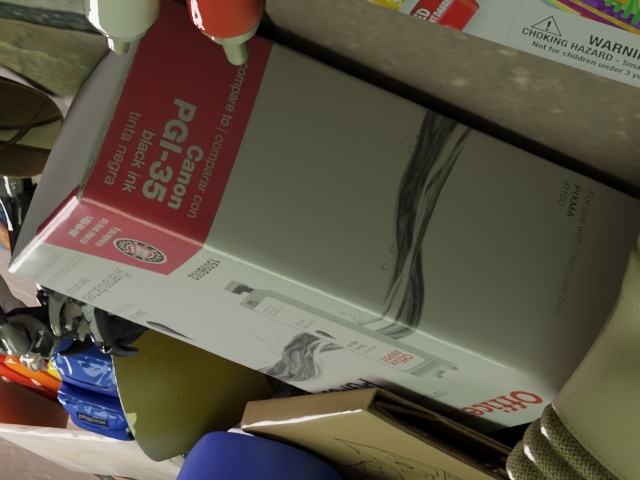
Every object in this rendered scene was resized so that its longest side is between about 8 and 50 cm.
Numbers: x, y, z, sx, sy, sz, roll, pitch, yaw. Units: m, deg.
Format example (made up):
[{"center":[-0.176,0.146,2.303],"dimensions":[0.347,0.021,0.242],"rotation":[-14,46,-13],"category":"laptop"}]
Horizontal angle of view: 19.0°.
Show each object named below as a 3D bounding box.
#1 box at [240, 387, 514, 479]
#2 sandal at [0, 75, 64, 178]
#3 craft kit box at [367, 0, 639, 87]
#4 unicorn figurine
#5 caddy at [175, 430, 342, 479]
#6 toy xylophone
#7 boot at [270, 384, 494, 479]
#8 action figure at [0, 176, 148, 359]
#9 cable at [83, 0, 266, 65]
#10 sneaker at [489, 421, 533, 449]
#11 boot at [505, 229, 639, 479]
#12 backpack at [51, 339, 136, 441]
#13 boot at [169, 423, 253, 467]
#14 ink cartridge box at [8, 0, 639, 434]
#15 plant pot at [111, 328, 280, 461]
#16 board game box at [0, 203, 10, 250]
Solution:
[{"center":[0.058,0.129,1.111],"dimensions":[0.164,0.021,0.201],"rotation":[26,165,-17],"category":"box"},{"center":[-0.231,-0.087,1.090],"dimensions":[0.180,0.072,0.049],"rotation":[23,-176,-28],"category":"sandal"},{"center":[0.026,-0.160,0.545],"dimensions":[0.250,0.061,0.246],"rotation":[17,149,3],"category":"craft kit box"},{"center":[-0.262,0.033,1.431],"dimensions":[0.162,0.060,0.111],"rotation":[33,174,1],"category":"unicorn figurine"},{"center":[-0.014,0.254,1.254],"dimensions":[0.241,0.179,0.341],"rotation":[22,164,-4],"category":"caddy"},{"center":[-0.180,0.174,1.772],"dimensions":[0.323,0.081,0.236],"rotation":[4,157,39],"category":"toy xylophone"},{"center":[0.128,0.169,1.356],"dimensions":[0.348,0.131,0.260],"rotation":[30,156,3],"category":"boot"},{"center":[-0.176,0.014,1.171],"dimensions":[0.276,0.141,0.164],"rotation":[-18,-159,-34],"category":"action figure"},{"center":[-0.066,-0.147,0.708],"dimensions":[0.139,0.072,0.287],"rotation":[18,163,10],"category":"cable"},{"center":[0.246,0.164,1.121],"dimensions":[0.330,0.146,0.122],"rotation":[13,174,-13],"category":"sneaker"},{"center":[0.238,0.094,0.884],"dimensions":[0.262,0.203,0.095],"rotation":[27,-158,-1],"category":"boot"},{"center":[-0.159,0.097,1.496],"dimensions":[0.098,0.101,0.120],"rotation":[10,157,6],"category":"backpack"},{"center":[0.004,0.183,1.584],"dimensions":[0.236,0.085,0.178],"rotation":[20,164,-26],"category":"boot"},{"center":[0.000,0.000,1.011],"dimensions":[0.283,0.117,0.207],"rotation":[23,162,-13],"category":"ink cartridge box"},{"center":[-0.083,0.084,1.363],"dimensions":[0.095,0.134,0.134],"rotation":[-11,155,12],"category":"plant pot"},{"center":[-0.296,-0.067,1.257],"dimensions":[0.145,0.027,0.281],"rotation":[15,162,15],"category":"board game box"}]
